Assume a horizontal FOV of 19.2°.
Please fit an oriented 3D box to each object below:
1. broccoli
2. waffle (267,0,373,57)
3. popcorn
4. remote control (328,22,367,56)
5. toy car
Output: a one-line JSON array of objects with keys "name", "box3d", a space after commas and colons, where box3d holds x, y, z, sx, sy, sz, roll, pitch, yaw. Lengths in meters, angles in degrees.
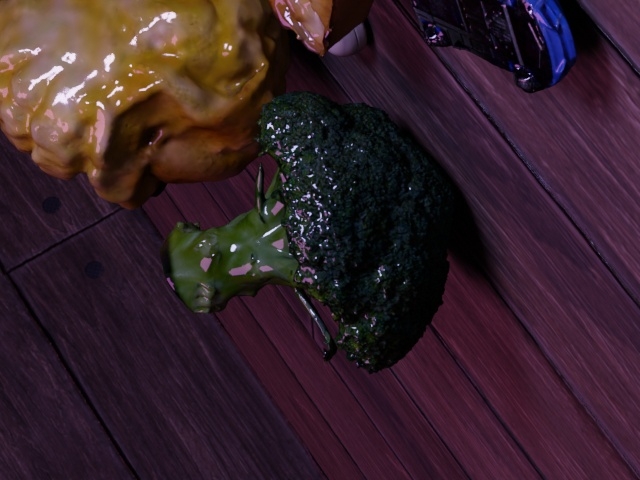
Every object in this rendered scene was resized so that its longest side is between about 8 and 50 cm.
[{"name": "broccoli", "box3d": [0.000, 0.000, 1.906, 0.297, 0.297, 0.297, 47, -150, -38]}, {"name": "waffle", "box3d": [-0.032, -0.353, 1.592, 0.304, 0.077, 0.348, 54, 157, 16]}, {"name": "popcorn", "box3d": [-0.186, -0.192, 2.053, 0.349, 0.349, 0.381, 53, 179, 26]}, {"name": "remote control", "box3d": [-0.020, -0.281, 1.866, 0.221, 0.042, 0.078, 61, 168, -8]}, {"name": "toy car", "box3d": [0.132, -0.186, 1.467, 0.216, 0.063, 0.103, 33, 151, 51]}]
